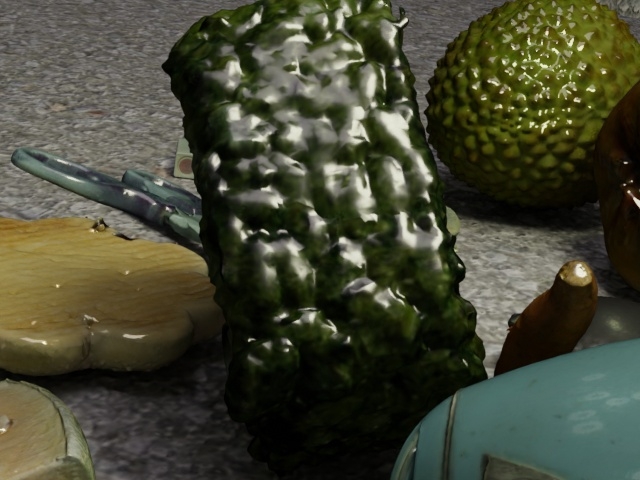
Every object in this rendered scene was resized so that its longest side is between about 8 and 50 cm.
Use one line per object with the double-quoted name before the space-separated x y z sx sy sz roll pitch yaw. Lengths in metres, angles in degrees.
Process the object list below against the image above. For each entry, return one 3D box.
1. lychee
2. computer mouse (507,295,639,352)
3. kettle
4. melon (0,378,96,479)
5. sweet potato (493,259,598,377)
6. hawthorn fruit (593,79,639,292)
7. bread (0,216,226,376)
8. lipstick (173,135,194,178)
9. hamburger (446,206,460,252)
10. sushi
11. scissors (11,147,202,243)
"lychee" 0.260 -0.157 1.755 0.270 0.270 0.320 20 44 29
"computer mouse" 0.264 0.117 1.248 0.168 0.087 0.295 4 22 -22
"kettle" 0.215 0.175 0.928 0.342 0.247 0.319 2 -11 9
"melon" -0.213 0.139 1.074 0.098 0.054 0.182 -11 23 -8
"sweet potato" 0.143 0.095 1.019 0.057 0.264 0.057 0 57 0
"hawthorn fruit" 0.436 -0.060 1.546 0.301 0.268 0.268 -4 24 -36
"bread" -0.223 0.045 1.294 0.316 0.054 0.316 8 19 -3
"lipstick" -0.152 -0.106 1.769 0.030 0.030 0.129 6 20 -5
"hamburger" 0.079 -0.009 1.557 0.133 0.062 0.140 12 18 -3
"sushi" 0.000 0.000 1.129 0.178 0.294 0.352 -12 62 -2
"scissors" -0.094 -0.004 1.465 0.383 0.029 0.256 25 7 26
